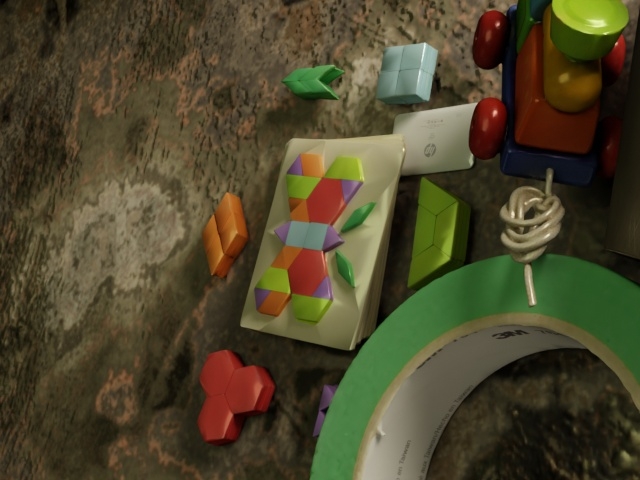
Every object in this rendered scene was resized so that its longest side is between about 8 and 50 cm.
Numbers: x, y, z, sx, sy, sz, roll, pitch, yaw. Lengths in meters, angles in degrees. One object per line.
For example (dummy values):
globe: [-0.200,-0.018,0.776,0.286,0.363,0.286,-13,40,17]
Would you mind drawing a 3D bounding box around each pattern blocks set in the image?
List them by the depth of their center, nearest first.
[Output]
pattern blocks set: [0.000,0.000,1.070,0.285,0.026,0.324,-12,67,41]

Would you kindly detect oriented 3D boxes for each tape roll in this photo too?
tape roll: [0.134,0.170,0.855,0.321,0.077,0.321,-17,63,38]

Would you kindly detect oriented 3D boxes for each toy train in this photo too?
toy train: [0.158,-0.096,0.836,0.143,0.105,0.248,100,178,-52]

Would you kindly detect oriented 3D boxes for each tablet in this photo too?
tablet: [0.089,-0.079,1.039,0.083,0.006,0.054,-5,72,42]

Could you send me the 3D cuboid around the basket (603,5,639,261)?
basket: [0.263,-0.083,0.781,0.204,0.154,0.226,19,93,18]
